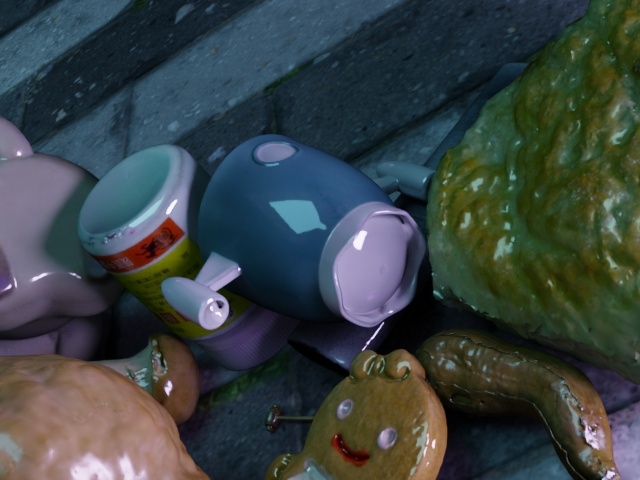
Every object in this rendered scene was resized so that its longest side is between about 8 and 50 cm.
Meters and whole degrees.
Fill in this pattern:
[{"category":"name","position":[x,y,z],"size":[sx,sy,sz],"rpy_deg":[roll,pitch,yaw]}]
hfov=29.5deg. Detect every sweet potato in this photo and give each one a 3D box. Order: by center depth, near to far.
[{"category":"sweet potato","position":[0.164,0.125,0.981],"size":[0.233,0.062,0.081],"rpy_deg":[25,90,50]}]

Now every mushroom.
[{"category":"mushroom","position":[-0.296,0.172,1.251],"size":[0.350,0.128,0.128],"rpy_deg":[-12,38,0]}]

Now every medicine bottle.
[{"category":"medicine bottle","position":[-0.126,0.020,1.231],"size":[0.139,0.225,0.139],"rpy_deg":[-26,38,22]}]

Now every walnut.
[{"category":"walnut","position":[-0.241,0.246,1.029],"size":[0.344,0.306,0.306],"rpy_deg":[-7,47,48]}]

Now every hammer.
[{"category":"hammer","position":[-0.003,0.166,1.140],"size":[0.123,0.014,0.029],"rpy_deg":[-6,57,37]}]

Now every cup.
[{"category":"cup","position":[0.000,0.000,1.113],"size":[0.300,0.167,0.173],"rpy_deg":[-30,34,-30]}]

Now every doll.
[{"category":"doll","position":[-0.333,0.045,1.348],"size":[0.215,0.370,0.226],"rpy_deg":[-22,63,-28]}]

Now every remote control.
[{"category":"remote control","position":[0.112,-0.027,1.210],"size":[0.377,0.044,0.107],"rpy_deg":[-52,31,-15]}]

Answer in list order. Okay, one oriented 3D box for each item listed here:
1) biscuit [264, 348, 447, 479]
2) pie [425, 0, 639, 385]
[{"category":"biscuit","position":[0.020,0.206,1.005],"size":[0.249,0.035,0.184],"rpy_deg":[-59,37,-1]},{"category":"pie","position":[0.287,-0.067,0.975],"size":[0.418,0.180,0.395],"rpy_deg":[-51,33,0]}]
